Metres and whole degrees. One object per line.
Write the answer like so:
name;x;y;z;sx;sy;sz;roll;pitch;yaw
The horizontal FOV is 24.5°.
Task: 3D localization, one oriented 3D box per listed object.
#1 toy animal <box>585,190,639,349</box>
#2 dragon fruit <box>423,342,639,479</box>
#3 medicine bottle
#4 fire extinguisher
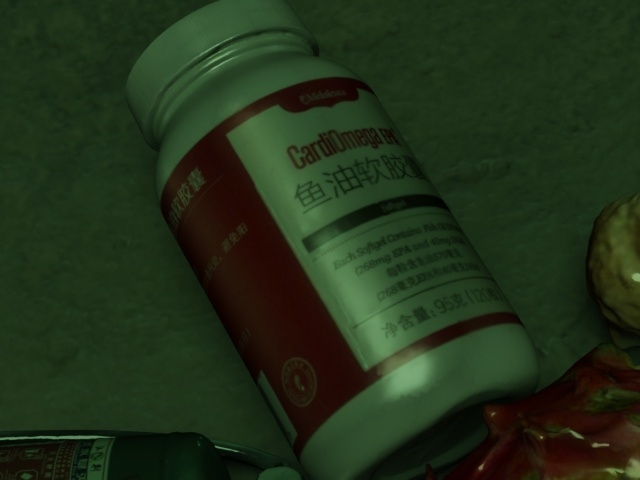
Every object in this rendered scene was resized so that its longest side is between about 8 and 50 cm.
toy animal;0.198;0.068;0.733;0.185;0.104;0.184;30;80;11
dragon fruit;0.120;0.178;0.644;0.210;0.205;0.268;40;112;2
medicine bottle;0.000;0.000;0.758;0.131;0.131;0.250;-28;69;-6
fire extinguisher;-0.122;0.140;0.733;0.294;0.093;0.118;-5;31;3
